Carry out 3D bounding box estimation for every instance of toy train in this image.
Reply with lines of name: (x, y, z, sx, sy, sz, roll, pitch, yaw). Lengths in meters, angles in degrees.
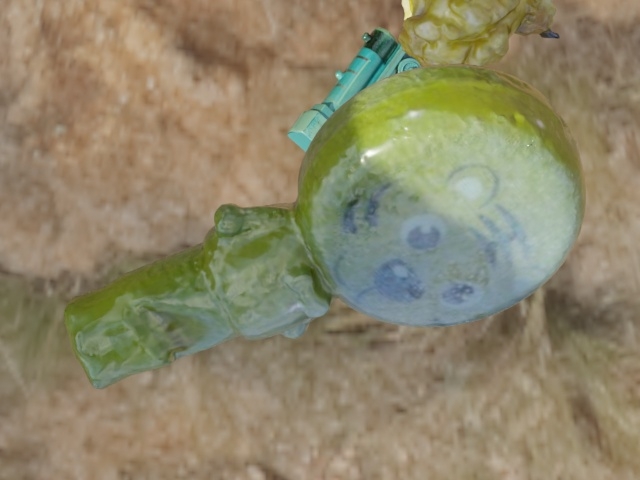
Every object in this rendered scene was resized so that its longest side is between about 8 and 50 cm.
toy train: (0.021, -0.077, 1.037, 0.045, 0.092, 0.029, 42, 162, -21)

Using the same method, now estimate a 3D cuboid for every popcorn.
popcorn: (0.085, -0.116, 0.950, 0.084, 0.084, 0.084, 0, 128, 0)

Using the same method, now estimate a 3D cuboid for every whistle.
whistle: (0.000, 0.000, 0.681, 0.198, 0.057, 0.104, -22, 132, 12)
